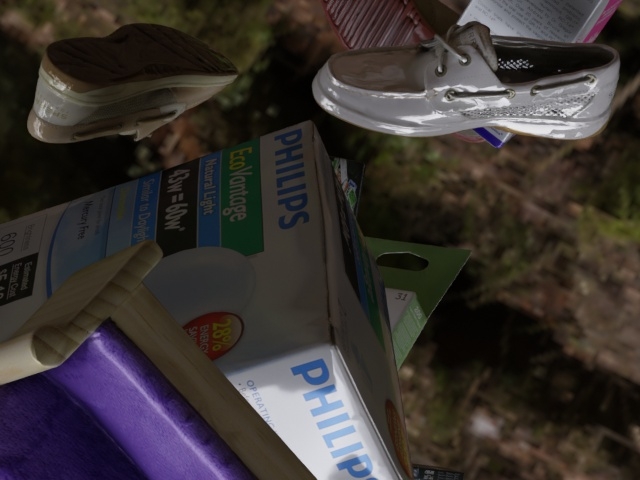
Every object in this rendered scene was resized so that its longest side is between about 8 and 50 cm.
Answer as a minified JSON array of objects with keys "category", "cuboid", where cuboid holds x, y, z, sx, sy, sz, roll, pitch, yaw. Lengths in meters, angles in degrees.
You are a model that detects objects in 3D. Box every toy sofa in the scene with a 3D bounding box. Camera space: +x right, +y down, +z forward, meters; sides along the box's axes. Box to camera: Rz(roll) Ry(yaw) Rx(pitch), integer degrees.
[{"category":"toy sofa","cuboid":[-0.085,0.191,1.100,0.362,0.177,0.150,49,151,-12]}]

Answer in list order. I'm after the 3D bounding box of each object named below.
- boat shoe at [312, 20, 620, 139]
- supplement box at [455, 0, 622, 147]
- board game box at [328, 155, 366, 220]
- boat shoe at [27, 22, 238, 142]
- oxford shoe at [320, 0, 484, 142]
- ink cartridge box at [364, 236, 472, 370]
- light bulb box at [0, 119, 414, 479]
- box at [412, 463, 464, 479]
[{"category":"boat shoe","cuboid":[0.132,-0.155,1.442,0.277,0.098,0.096,0,136,-10]},{"category":"supplement box","cuboid":[0.209,-0.217,1.589,0.114,0.111,0.220,39,126,11]},{"category":"board game box","cuboid":[0.000,0.000,2.464,0.030,0.259,0.136,11,-178,37]},{"category":"boat shoe","cuboid":[-0.203,-0.164,1.742,0.109,0.098,0.302,37,-153,19]},{"category":"oxford shoe","cuboid":[0.133,-0.263,2.113,0.348,0.123,0.130,48,-144,15]},{"category":"ink cartridge box","cuboid":[0.049,0.068,1.867,0.171,0.235,0.056,8,140,36]},{"category":"light bulb box","cuboid":[-0.126,0.116,1.488,0.358,0.361,0.225,-96,-15,-55]},{"category":"box","cuboid":[0.148,0.322,2.226,0.083,0.018,0.067,10,176,-17]}]
